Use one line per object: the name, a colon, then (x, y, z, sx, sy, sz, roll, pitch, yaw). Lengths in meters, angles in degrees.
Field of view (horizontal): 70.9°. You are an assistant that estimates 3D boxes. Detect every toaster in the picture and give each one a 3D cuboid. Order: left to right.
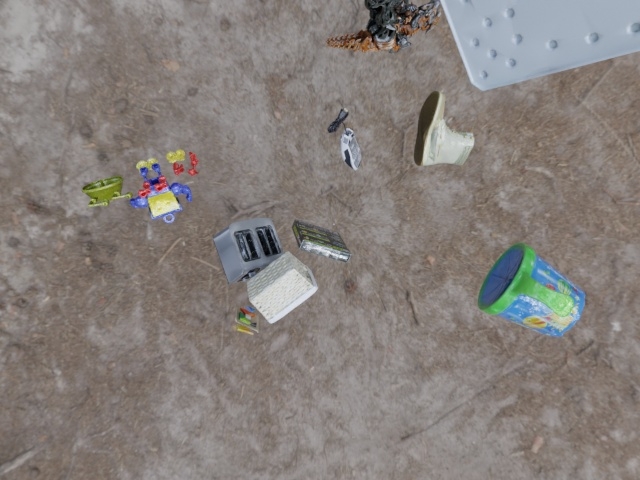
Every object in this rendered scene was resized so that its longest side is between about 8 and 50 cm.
toaster: (-0.213, 0.022, 1.346, 0.110, 0.168, 0.185, -29, 78, 44)

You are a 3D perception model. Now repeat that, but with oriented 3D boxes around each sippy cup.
sippy cup: (0.622, 0.159, 1.314, 0.224, 0.305, 0.240, 30, 128, 4)

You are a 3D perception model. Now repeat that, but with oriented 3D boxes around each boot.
boot: (0.367, -0.318, 1.297, 0.165, 0.077, 0.213, -2, 118, -17)

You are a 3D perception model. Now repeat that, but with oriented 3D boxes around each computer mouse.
computer mouse: (0.071, -0.281, 1.294, 0.042, 0.193, 0.106, 4, 52, 27)

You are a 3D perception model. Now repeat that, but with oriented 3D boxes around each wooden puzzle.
wooden puzzle: (-0.187, 0.201, 1.160, 0.079, 0.116, 0.014, 31, 108, -27)

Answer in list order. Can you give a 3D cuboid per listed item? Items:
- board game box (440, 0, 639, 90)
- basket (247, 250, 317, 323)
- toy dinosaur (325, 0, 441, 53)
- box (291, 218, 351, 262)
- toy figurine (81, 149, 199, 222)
board game box: (0.240, -0.358, 0.384, 0.050, 0.390, 0.390, -40, 113, -25)
basket: (-0.109, 0.124, 1.233, 0.167, 0.113, 0.103, -36, 120, 7)
toy dinosaur: (0.179, -0.584, 1.205, 0.322, 0.218, 0.164, -42, 62, -17)
box: (0.000, 0.000, 1.629, 0.191, 0.184, 0.045, 17, 113, -21)
toy figurine: (-0.547, -0.124, 1.470, 0.363, 0.191, 0.217, -23, 134, -16)
